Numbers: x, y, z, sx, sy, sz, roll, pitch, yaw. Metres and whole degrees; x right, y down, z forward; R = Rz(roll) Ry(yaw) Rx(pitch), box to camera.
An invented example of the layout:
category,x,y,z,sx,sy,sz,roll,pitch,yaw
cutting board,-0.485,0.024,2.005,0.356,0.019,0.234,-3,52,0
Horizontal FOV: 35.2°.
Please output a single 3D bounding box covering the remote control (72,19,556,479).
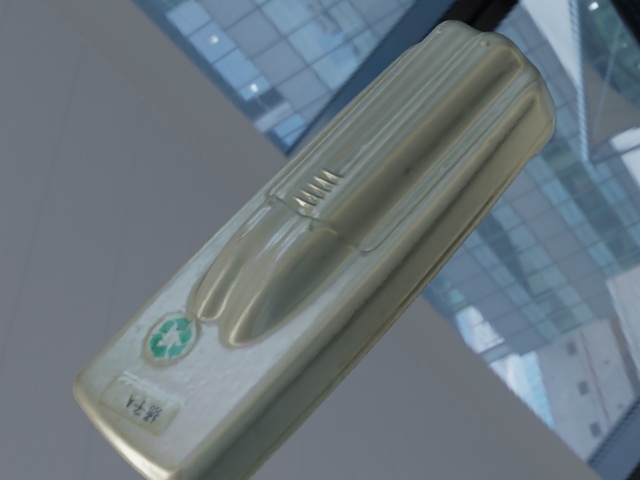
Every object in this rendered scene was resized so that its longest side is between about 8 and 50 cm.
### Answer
category,x,y,z,sx,sy,sz,roll,pitch,yaw
remote control,0.000,0.001,0.413,0.090,0.230,0.049,30,161,41
